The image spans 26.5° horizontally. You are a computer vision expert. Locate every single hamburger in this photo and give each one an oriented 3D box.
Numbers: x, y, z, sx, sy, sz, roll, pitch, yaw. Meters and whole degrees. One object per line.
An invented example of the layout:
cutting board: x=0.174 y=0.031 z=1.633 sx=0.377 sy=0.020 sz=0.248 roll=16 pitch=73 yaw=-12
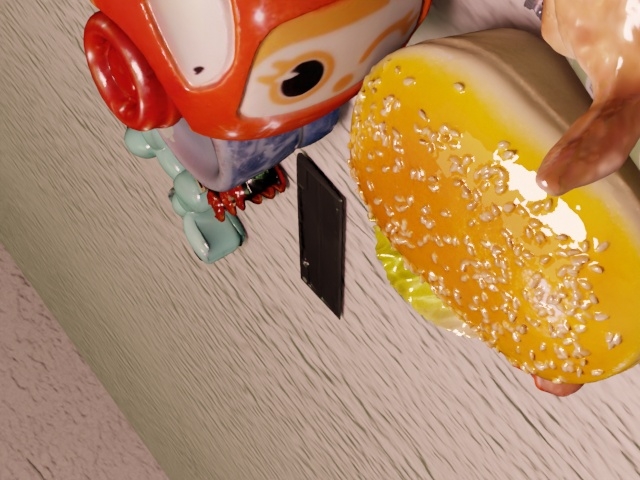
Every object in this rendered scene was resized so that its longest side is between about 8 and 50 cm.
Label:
hamburger: x=0.103 y=-0.015 z=0.733 sx=0.210 sy=0.116 sz=0.173 roll=50 pitch=158 yaw=18

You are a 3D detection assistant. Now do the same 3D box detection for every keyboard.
keyboard: x=0.000 y=0.000 z=1.191 sx=0.063 sy=0.010 sz=0.198 roll=48 pitch=159 yaw=25

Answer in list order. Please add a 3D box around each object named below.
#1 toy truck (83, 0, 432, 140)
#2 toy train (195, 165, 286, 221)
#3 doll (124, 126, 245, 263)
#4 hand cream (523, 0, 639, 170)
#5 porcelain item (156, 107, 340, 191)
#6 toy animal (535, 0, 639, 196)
toy truck: x=-0.023 y=-0.179 z=0.699 sx=0.239 sy=0.189 sz=0.265 roll=14 pitch=128 yaw=57
toy train: x=-0.079 y=-0.068 z=1.227 sx=0.087 sy=0.050 sz=0.138 roll=63 pitch=161 yaw=-2
doll: x=-0.141 y=-0.071 z=1.365 sx=0.158 sy=0.059 sz=0.159 roll=45 pitch=159 yaw=34
hand cream: x=0.164 y=-0.053 z=0.628 sx=0.235 sy=0.055 sz=0.086 roll=59 pitch=160 yaw=23
porcelain item: x=-0.063 y=-0.122 z=0.994 sx=0.147 sy=0.114 sz=0.147 roll=51 pitch=162 yaw=24
toy animal: x=0.123 y=-0.127 z=0.426 sx=0.104 sy=0.184 sz=0.185 roll=26 pitch=144 yaw=14
